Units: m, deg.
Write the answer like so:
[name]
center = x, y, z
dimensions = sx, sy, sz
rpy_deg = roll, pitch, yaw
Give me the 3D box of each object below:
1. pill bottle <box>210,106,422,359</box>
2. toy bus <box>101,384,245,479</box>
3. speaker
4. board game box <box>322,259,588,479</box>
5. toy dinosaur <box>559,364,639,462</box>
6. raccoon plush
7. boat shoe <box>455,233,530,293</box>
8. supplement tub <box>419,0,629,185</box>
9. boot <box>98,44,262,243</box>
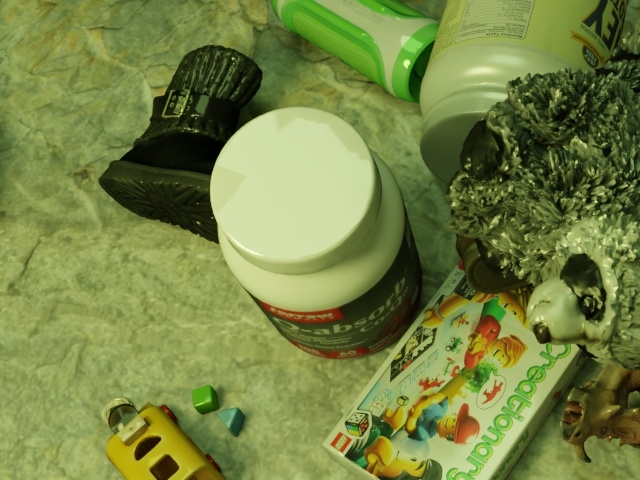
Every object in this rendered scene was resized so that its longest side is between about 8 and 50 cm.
[pill bottle]
center = 0.000, 0.000, 1.272
dimensions = 0.210, 0.363, 0.210
rpy_deg = -3, 71, 10
[toy bus]
center = -0.209, 0.255, 1.355
dimensions = 0.202, 0.104, 0.191
rpy_deg = -6, 56, 15
[speaker]
center = 0.061, -0.314, 1.627
dimensions = 0.131, 0.131, 0.296
rpy_deg = -44, 55, -12
[board game box]
center = 0.169, 0.178, 1.310
dimensions = 0.193, 0.053, 0.305
rpy_deg = 28, 70, 31
[toy dinosaur]
center = 0.401, 0.156, 1.203
dimensions = 0.296, 0.127, 0.200
rpy_deg = 10, 90, -1
[raccoon plush]
center = 0.343, -0.067, 1.127
dimensions = 0.299, 0.216, 0.446
rpy_deg = 37, 80, 32
[boat shoe]
center = 0.310, -0.034, 1.316
dimensions = 0.307, 0.110, 0.104
rpy_deg = -13, 43, 5
[supplement tub]
center = 0.263, -0.233, 1.437
dimensions = 0.235, 0.235, 0.324
rpy_deg = 6, 60, 22
[boot]
center = -0.140, -0.145, 1.552
dimensions = 0.348, 0.131, 0.260
rpy_deg = 17, 64, 41
